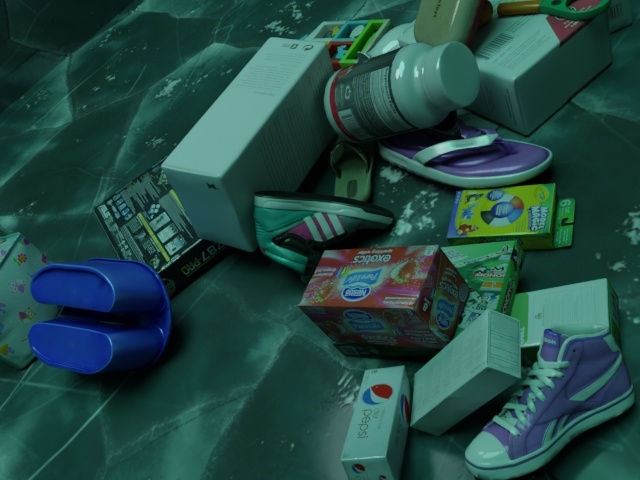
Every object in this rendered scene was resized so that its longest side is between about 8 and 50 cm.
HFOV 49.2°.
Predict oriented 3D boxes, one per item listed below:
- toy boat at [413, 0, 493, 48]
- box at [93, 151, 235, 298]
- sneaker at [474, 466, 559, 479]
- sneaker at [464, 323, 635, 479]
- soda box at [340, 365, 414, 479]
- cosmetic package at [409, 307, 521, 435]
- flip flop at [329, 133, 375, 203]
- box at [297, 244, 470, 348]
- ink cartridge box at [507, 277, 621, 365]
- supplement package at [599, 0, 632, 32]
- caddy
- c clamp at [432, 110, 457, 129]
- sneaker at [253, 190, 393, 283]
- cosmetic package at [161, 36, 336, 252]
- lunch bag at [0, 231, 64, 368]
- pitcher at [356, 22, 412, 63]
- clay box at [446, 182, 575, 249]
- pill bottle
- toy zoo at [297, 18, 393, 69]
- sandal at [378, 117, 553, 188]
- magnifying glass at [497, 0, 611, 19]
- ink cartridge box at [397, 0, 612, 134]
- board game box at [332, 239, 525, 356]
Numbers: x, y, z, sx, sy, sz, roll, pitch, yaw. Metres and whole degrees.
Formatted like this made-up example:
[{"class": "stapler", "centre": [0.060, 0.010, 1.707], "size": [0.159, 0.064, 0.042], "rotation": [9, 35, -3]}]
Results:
[{"class": "toy boat", "centre": [0.308, -0.500, 1.487], "size": [0.151, 0.151, 0.231], "rotation": [37, 118, 46]}, {"class": "box", "centre": [-0.368, -0.055, 1.743], "size": [0.318, 0.097, 0.395], "rotation": [-39, 43, -6]}, {"class": "sneaker", "centre": [0.306, 0.363, 0.941], "size": [0.101, 0.106, 0.267], "rotation": [-43, 42, -10]}, {"class": "sneaker", "centre": [0.308, 0.213, 0.999], "size": [0.282, 0.161, 0.102], "rotation": [-27, 18, -16]}, {"class": "soda box", "centre": [0.095, 0.292, 1.106], "size": [0.073, 0.069, 0.216], "rotation": [-11, 25, 20]}, {"class": "cosmetic package", "centre": [0.217, 0.207, 1.064], "size": [0.060, 0.239, 0.099], "rotation": [22, 51, -9]}, {"class": "flip flop", "centre": [0.064, -0.177, 1.608], "size": [0.112, 0.080, 0.277], "rotation": [-15, 42, 18]}, {"class": "box", "centre": [0.105, 0.096, 1.195], "size": [0.256, 0.122, 0.128], "rotation": [-3, 50, 43]}, {"class": "ink cartridge box", "centre": [0.371, 0.138, 1.135], "size": [0.209, 0.062, 0.109], "rotation": [-14, 44, 33]}, {"class": "supplement package", "centre": [0.624, -0.559, 1.617], "size": [0.105, 0.105, 0.179], "rotation": [-25, 43, 10]}, {"class": "caddy", "centre": [-0.472, 0.160, 1.516], "size": [0.341, 0.179, 0.241], "rotation": [3, 90, 32]}, {"class": "c clamp", "centre": [0.258, -0.320, 1.599], "size": [0.160, 0.137, 0.022], "rotation": [11, 34, 43]}, {"class": "sneaker", "centre": [0.000, 0.000, 1.457], "size": [0.295, 0.178, 0.124], "rotation": [5, 12, -11]}, {"class": "cosmetic package", "centre": [-0.129, -0.223, 1.554], "size": [0.161, 0.230, 0.453], "rotation": [14, 54, 27]}, {"class": "lunch bag", "centre": [-0.746, 0.150, 1.679], "size": [0.160, 0.223, 0.262], "rotation": [-7, 49, 33]}, {"class": "pitcher", "centre": [0.181, -0.457, 1.782], "size": [0.207, 0.178, 0.125], "rotation": [-31, 85, -18]}, {"class": "clay box", "centre": [0.361, -0.043, 1.327], "size": [0.222, 0.053, 0.127], "rotation": [-4, 48, 28]}, {"class": "pill bottle", "centre": [0.171, -0.315, 1.483], "size": [0.318, 0.176, 0.176], "rotation": [-4, 47, 49]}, {"class": "toy zoo", "centre": [0.043, -0.567, 2.026], "size": [0.293, 0.030, 0.192], "rotation": [11, 57, 38]}, {"class": "sandal", "centre": [0.275, -0.198, 1.461], "size": [0.416, 0.102, 0.169], "rotation": [15, 46, 43]}, {"class": "magnifying glass", "centre": [0.486, -0.492, 1.464], "size": [0.231, 0.026, 0.092], "rotation": [8, 55, 31]}, {"class": "ink cartridge box", "centre": [0.409, -0.437, 1.588], "size": [0.279, 0.160, 0.384], "rotation": [-40, 43, -9]}, {"class": "board game box", "centre": [0.189, 0.107, 1.252], "size": [0.317, 0.046, 0.214], "rotation": [-7, 46, 41]}]
